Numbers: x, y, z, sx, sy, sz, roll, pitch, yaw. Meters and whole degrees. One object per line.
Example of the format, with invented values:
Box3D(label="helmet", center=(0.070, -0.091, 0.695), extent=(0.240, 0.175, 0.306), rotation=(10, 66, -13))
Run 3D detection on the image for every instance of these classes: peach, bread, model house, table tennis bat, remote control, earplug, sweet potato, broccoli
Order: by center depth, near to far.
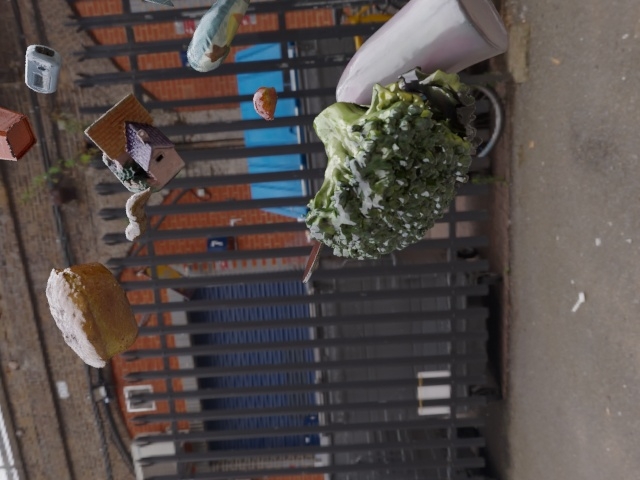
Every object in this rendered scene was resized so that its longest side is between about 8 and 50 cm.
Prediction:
Box3D(label="broccoli", center=(0.118, -0.118, 0.898), extent=(0.324, 0.334, 0.272), rotation=(-20, 90, 47))
Box3D(label="earplug", center=(0.146, -0.315, 0.958), extent=(0.172, 0.301, 0.172), rotation=(25, -129, -35))
Box3D(label="table tennis bat", center=(0.000, 0.000, 1.354), extent=(0.138, 0.022, 0.246), rotation=(118, 172, -46))
Box3D(label="peach", center=(-0.157, -0.382, 1.531), extent=(0.098, 0.061, 0.098), rotation=(-179, 90, -67))
Box3D(label="remote control", center=(-0.778, -0.474, 1.543), extent=(0.244, 0.087, 0.047), rotation=(-18, 61, 60))
Box3D(label="bread", center=(-0.650, 0.207, 1.564), extent=(0.312, 0.172, 0.312), rotation=(28, 131, 38))
Box3D(label="sweet potato", center=(-0.556, -0.077, 1.673), extent=(0.281, 0.067, 0.059), rotation=(124, 159, -57))
Box3D(label="model house", center=(-0.588, -0.296, 1.722), extent=(0.237, 0.202, 0.237), rotation=(46, 169, 21))

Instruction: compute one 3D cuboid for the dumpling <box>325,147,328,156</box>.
Box3D(label="dumpling", center=(0.099, -0.263, 1.615), extent=(0.162, 0.132, 0.250), rotation=(47, -148, -1))

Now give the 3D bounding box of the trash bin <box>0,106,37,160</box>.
Box3D(label="trash bin", center=(-1.032, -0.351, 1.709), extent=(0.184, 0.238, 0.161), rotation=(93, -169, -48))

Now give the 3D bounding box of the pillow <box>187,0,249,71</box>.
Box3D(label="pillow", center=(-0.226, -0.480, 1.242), extent=(0.214, 0.086, 0.233), rotation=(-64, 16, -12))

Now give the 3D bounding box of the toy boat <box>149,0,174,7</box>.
Box3D(label="toy boat", center=(-0.515, -0.764, 1.724), extent=(0.122, 0.096, 0.034), rotation=(44, 158, 16))
